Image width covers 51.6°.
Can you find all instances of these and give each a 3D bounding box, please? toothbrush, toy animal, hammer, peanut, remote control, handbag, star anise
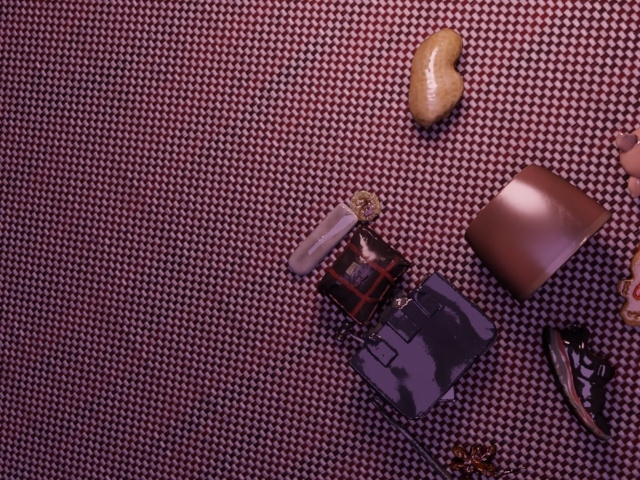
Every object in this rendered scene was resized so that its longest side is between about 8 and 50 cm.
[{"bbox_3d":[0.238,0.517,1.724,0.030,0.030,0.297,-43,82,-1],"label":"toothbrush"},{"bbox_3d":[0.818,-0.218,1.526,0.250,0.154,0.166,-22,95,14],"label":"toy animal"},{"bbox_3d":[0.174,0.300,1.724,0.292,0.029,0.058,28,91,13],"label":"hammer"},{"bbox_3d":[0.290,-0.408,1.655,0.137,0.122,0.252,3,87,3],"label":"peanut"},{"bbox_3d":[0.000,0.000,1.757,0.229,0.044,0.073,-46,76,12],"label":"remote control"},{"bbox_3d":[0.241,0.253,1.657,0.269,0.118,0.326,44,84,8],"label":"handbag"},{"bbox_3d":[0.111,0.090,1.680,0.169,0.155,0.215,36,95,5],"label":"handbag"},{"bbox_3d":[0.418,0.563,1.668,0.191,0.070,0.097,-6,87,10],"label":"star anise"}]

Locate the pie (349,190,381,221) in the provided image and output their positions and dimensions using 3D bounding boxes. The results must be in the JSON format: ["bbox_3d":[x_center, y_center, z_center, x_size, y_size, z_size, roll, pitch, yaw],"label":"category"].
[{"bbox_3d":[0.117,-0.091,1.745,0.085,0.020,0.084,0,91,12],"label":"pie"}]

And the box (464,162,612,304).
[{"bbox_3d":[0.491,-0.021,1.545,0.216,0.301,0.301,43,99,16],"label":"box"}]

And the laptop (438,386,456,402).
[{"bbox_3d":[0.257,0.360,1.724,0.180,0.016,0.129,-4,90,11],"label":"laptop"}]

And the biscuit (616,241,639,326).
[{"bbox_3d":[0.806,0.108,1.594,0.166,0.036,0.225,17,94,13],"label":"biscuit"}]

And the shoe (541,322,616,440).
[{"bbox_3d":[0.643,0.332,1.598,0.137,0.114,0.290,-21,83,6],"label":"shoe"}]
